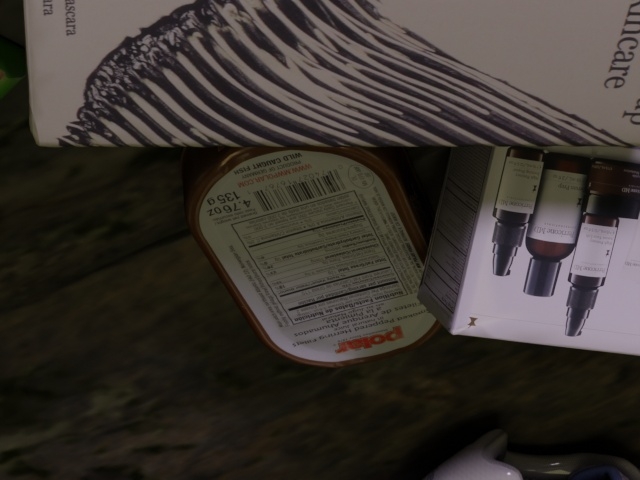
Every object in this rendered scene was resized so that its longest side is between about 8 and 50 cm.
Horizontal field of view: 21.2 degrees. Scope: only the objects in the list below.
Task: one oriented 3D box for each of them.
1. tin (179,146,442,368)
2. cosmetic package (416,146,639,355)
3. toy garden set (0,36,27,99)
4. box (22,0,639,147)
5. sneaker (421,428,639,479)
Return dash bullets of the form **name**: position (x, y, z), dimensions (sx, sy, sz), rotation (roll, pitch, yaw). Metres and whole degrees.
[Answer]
- **tin**: position (0.000, 0.000, 0.823), dimensions (0.106, 0.040, 0.190), rotation (-12, 142, 14)
- **cosmetic package**: position (0.173, 0.005, 0.797), dimensions (0.239, 0.060, 0.099), rotation (7, 106, -16)
- **toy garden set**: position (-0.279, -0.058, 0.700), dimensions (0.244, 0.049, 0.204), rotation (27, 131, -35)
- **box**: position (0.026, -0.102, 0.649), dimensions (0.275, 0.094, 0.113), rotation (-1, 142, -6)
- **sneaker**: position (0.178, 0.198, 1.043), dimensions (0.297, 0.111, 0.129), rotation (17, 130, -28)
